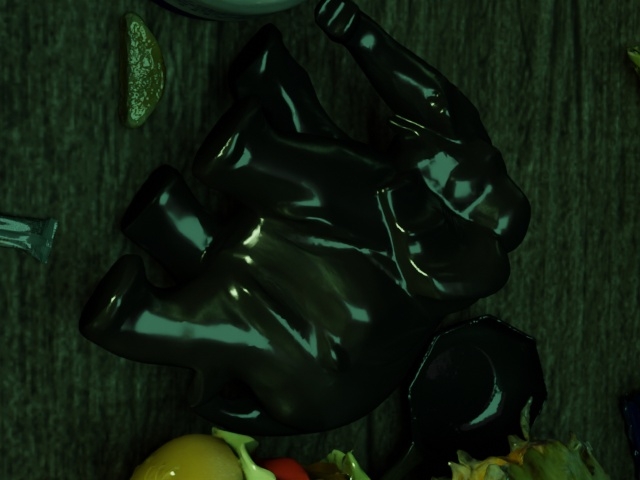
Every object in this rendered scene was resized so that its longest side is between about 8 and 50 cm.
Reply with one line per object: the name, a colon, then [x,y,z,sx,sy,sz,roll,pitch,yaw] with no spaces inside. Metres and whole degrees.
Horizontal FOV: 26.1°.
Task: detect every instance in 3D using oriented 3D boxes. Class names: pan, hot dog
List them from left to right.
hot dog: [-0.136,-0.131,1.065,0.034,0.030,0.090,-1,97,-23]
pan: [0.094,0.140,1.177,0.202,0.048,0.128,-19,101,-21]

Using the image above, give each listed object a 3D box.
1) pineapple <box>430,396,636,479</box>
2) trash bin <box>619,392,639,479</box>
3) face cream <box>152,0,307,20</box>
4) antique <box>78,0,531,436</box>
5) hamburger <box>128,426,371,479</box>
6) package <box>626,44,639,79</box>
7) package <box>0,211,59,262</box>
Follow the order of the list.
pineapple: [0.104,0.279,1.128,0.344,0.286,0.209,15,48,-53]
trash bin: [0.414,0.176,1.257,0.235,0.162,0.184,-19,102,-14]
face cream: [-0.064,-0.269,1.038,0.206,0.111,0.205,-2,95,-21]
antique: [0.000,0.000,1.056,0.255,0.185,0.322,34,89,-16]
hamburger: [-0.068,0.268,1.005,0.212,0.274,0.274,20,88,-21]
package: [0.379,-0.103,1.212,0.168,0.090,0.226,-16,60,-24]
package: [-0.253,-0.009,1.038,0.110,0.015,0.037,12,92,-21]
